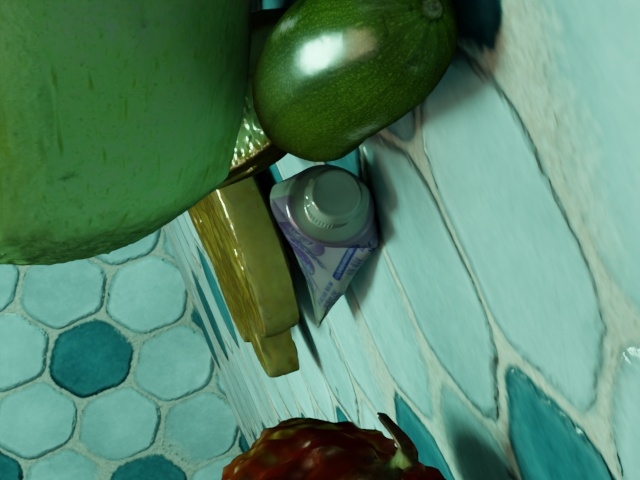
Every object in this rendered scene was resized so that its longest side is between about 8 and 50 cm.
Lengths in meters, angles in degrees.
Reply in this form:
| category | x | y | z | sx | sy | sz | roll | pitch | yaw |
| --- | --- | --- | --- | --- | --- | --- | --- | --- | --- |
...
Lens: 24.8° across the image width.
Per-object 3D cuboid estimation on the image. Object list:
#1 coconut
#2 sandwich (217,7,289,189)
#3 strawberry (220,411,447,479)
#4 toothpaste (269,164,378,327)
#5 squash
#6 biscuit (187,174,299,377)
| category | x | y | z | sx | sy | sz | roll | pitch | yaw |
| --- | --- | --- | --- | --- | --- | --- | --- | --- | --- |
| coconut | -0.174 | -0.152 | 0.766 | 0.328 | 0.281 | 0.328 | 46 | 147 | 44 |
| sandwich | -0.061 | -0.086 | 0.952 | 0.090 | 0.088 | 0.244 | 64 | 171 | -2 |
| strawberry | 0.025 | 0.246 | 0.777 | 0.292 | 0.292 | 0.343 | 95 | 164 | -71 |
| toothpaste | 0.000 | 0.000 | 0.939 | 0.075 | 0.048 | 0.301 | 56 | 172 | 6 |
| squash | 0.006 | -0.072 | 0.648 | 0.258 | 0.069 | 0.069 | 155 | 93 | -81 |
| biscuit | -0.076 | -0.008 | 1.360 | 0.355 | 0.052 | 0.275 | 113 | 134 | -76 |
